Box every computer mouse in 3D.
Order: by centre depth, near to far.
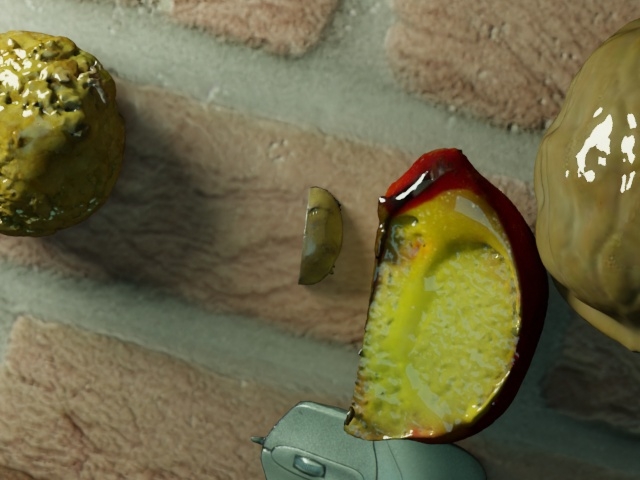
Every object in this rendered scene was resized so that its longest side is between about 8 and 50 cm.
[{"bbox_3d":[0.045,0.217,1.692,0.229,0.068,0.113,13,102,-1],"label":"computer mouse"}]

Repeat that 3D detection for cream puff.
[{"bbox_3d":[-0.257,-0.093,1.603,0.189,0.129,0.189,0,106,1],"label":"cream puff"}]

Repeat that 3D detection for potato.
[{"bbox_3d":[0.001,0.001,1.660,0.037,0.036,0.093,9,102,4],"label":"potato"}]

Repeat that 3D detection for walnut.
[{"bbox_3d":[0.316,-0.029,1.519,0.285,0.285,0.296,-46,131,11],"label":"walnut"}]

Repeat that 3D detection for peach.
[{"bbox_3d":[0.121,0.043,1.603,0.158,0.154,0.267,9,105,9],"label":"peach"}]
